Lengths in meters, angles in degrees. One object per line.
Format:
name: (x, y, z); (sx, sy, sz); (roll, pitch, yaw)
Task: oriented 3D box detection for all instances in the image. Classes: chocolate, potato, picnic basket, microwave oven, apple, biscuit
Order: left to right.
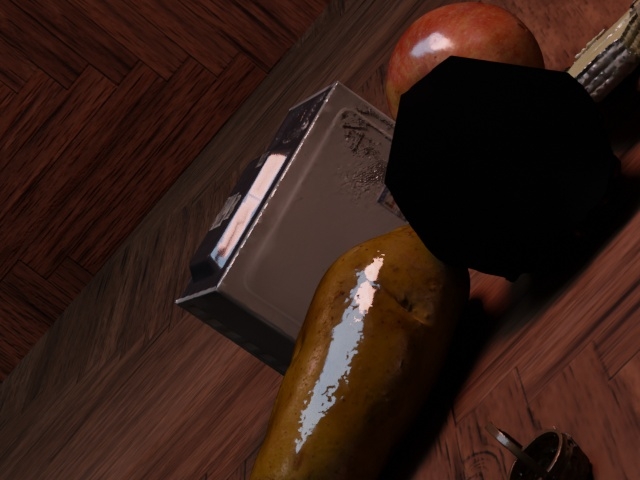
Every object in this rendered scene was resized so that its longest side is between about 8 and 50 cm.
microwave oven: (0.000, 0.000, 1.947); (0.295, 0.237, 0.181); (-61, 15, -18)
potato: (0.033, 0.141, 1.652); (0.195, 0.176, 0.369); (5, 57, 41)
apple: (0.177, -0.194, 1.969); (0.188, 0.188, 0.174); (-39, 0, 41)
chocolate: (0.203, -0.062, 1.651); (0.177, 0.224, 0.206); (9, -88, -67)
picnic basket: (0.164, 0.170, 1.284); (0.072, 0.083, 0.072); (-49, 13, 16)
biscuit: (0.303, -0.191, 1.737); (0.147, 0.046, 0.250); (-45, 0, 29)
